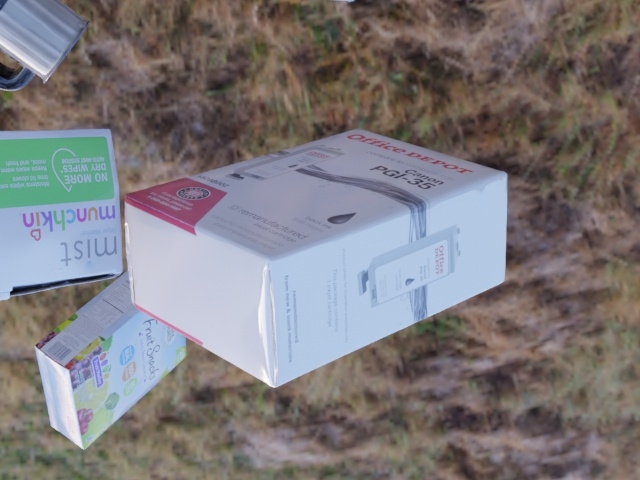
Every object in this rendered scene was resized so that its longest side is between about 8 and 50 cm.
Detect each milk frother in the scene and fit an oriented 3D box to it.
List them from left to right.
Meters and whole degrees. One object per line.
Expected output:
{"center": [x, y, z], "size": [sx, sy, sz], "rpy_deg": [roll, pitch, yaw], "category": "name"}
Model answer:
{"center": [-0.317, -0.247, 1.240], "size": [0.134, 0.143, 0.129], "rpy_deg": [37, 138, -16], "category": "milk frother"}

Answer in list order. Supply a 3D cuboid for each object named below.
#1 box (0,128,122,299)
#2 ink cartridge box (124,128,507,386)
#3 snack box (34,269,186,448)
{"center": [-0.327, -0.014, 0.900], "size": [0.231, 0.127, 0.262], "rpy_deg": [-2, -176, 42], "category": "box"}
{"center": [0.000, 0.000, 1.048], "size": [0.283, 0.207, 0.117], "rpy_deg": [-20, 119, -38], "category": "ink cartridge box"}
{"center": [-0.270, 0.146, 1.552], "size": [0.207, 0.070, 0.174], "rpy_deg": [-44, 152, -35], "category": "snack box"}
